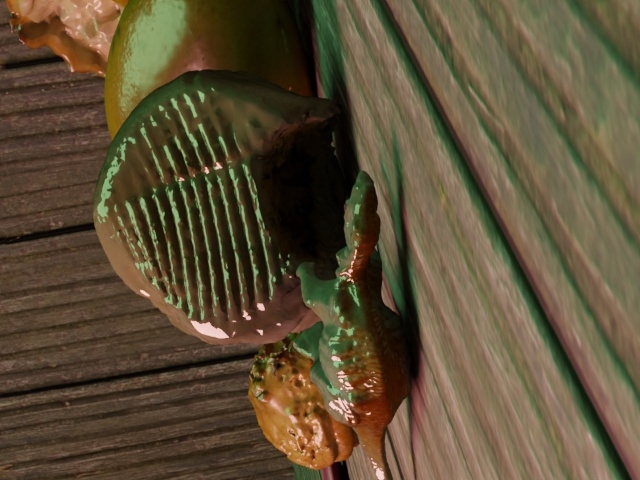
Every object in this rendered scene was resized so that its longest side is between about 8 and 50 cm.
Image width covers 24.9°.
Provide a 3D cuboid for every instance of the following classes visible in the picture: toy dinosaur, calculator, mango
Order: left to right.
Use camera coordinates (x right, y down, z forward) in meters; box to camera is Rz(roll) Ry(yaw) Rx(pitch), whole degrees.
[{"bbox_3d":[-0.120,-0.164,1.608,0.365,0.252,0.182,101,-166,-55],"label":"mango"},{"bbox_3d":[0.029,0.388,2.150,0.190,0.034,0.127,77,180,-64],"label":"calculator"},{"bbox_3d":[0.033,0.104,1.199,0.205,0.092,0.393,-121,24,-65],"label":"toy dinosaur"}]

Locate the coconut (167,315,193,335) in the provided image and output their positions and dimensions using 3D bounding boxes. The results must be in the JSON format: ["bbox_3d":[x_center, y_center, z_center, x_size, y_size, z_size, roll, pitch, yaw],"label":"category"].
[{"bbox_3d":[-0.142,0.042,2.325,0.244,0.239,0.239,-96,1,-46],"label":"coconut"}]

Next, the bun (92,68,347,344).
[{"bbox_3d":[-0.077,-0.033,1.407,0.205,0.281,0.282,-21,-78,-69],"label":"bun"}]

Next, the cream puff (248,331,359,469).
[{"bbox_3d":[-0.019,0.177,1.694,0.189,0.129,0.189,167,90,-85],"label":"cream puff"}]

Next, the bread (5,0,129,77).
[{"bbox_3d":[-0.239,-0.373,1.824,0.361,0.250,0.394,40,-147,-44],"label":"bread"}]
